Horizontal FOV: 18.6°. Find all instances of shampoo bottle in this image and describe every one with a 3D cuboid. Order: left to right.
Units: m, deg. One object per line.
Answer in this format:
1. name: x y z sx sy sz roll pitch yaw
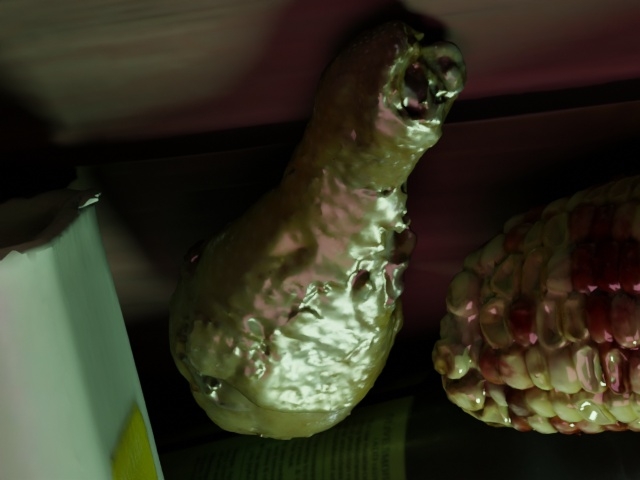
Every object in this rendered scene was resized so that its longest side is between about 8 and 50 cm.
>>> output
1. shampoo bottle: 0.041 0.102 0.762 0.284 0.101 0.101 -17 134 30

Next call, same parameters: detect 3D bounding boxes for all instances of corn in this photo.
1. corn: 0.167 0.009 0.622 0.290 0.098 0.098 -12 137 32

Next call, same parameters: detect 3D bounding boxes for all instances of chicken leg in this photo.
1. chicken leg: -0.001 0.002 0.677 0.085 0.069 0.198 20 134 -5

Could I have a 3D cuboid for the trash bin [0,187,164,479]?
1. trash bin: -0.159 0.182 0.662 0.296 0.256 0.367 -9 97 2
